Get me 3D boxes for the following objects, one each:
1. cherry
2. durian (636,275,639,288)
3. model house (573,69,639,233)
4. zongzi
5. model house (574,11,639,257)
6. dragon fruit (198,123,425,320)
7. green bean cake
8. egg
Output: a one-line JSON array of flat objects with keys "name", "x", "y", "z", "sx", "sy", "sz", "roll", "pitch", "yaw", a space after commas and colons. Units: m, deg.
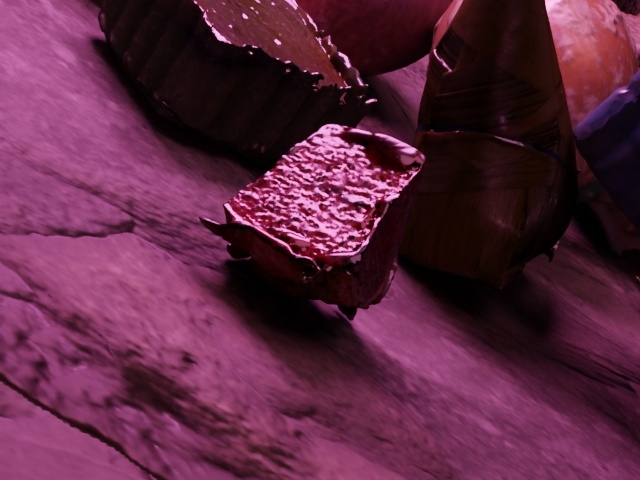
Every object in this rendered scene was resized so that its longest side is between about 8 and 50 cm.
[{"name": "cherry", "x": 0.026, "y": -0.284, "z": 1.505, "sx": 0.261, "sy": 0.221, "sz": 0.307, "roll": 40, "pitch": 36, "yaw": -6}, {"name": "durian", "x": 0.424, "y": 0.097, "z": 1.450, "sx": 0.252, "sy": 0.144, "sz": 0.139, "roll": 44, "pitch": 41, "yaw": 8}, {"name": "model house", "x": 0.398, "y": -0.011, "z": 1.090, "sx": 0.400, "sy": 0.395, "sz": 0.445, "roll": 47, "pitch": 22, "yaw": -23}, {"name": "zongzi", "x": 0.160, "y": -0.117, "z": 1.211, "sx": 0.123, "sy": 0.289, "sz": 0.260, "roll": 15, "pitch": 11, "yaw": 20}, {"name": "model house", "x": 0.317, "y": -0.132, "z": 1.625, "sx": 0.284, "sy": 0.243, "sz": 0.298, "roll": 8, "pitch": 27, "yaw": -21}, {"name": "dragon fruit", "x": 0.000, "y": 0.000, "z": 0.956, "sx": 0.102, "sy": 0.096, "sz": 0.147, "roll": 31, "pitch": 46, "yaw": 18}, {"name": "green bean cake", "x": -0.070, "y": -0.140, "z": 1.152, "sx": 0.173, "sy": 0.094, "sz": 0.181, "roll": 17, "pitch": 26, "yaw": -43}, {"name": "egg", "x": 0.202, "y": -0.153, "z": 1.417, "sx": 0.203, "sy": 0.203, "sz": 0.245, "roll": 23, "pitch": 40, "yaw": -34}]
